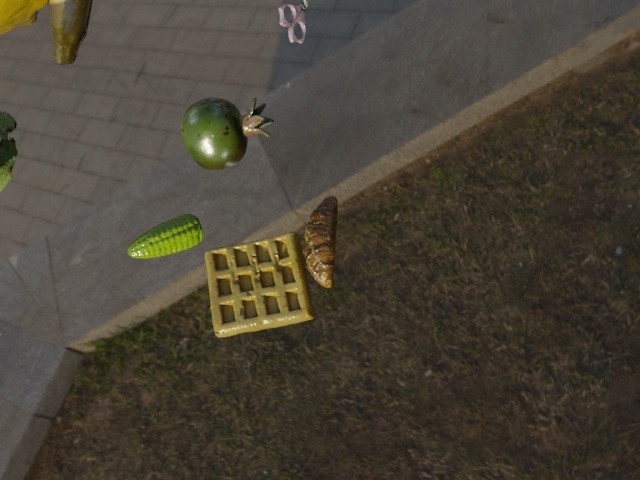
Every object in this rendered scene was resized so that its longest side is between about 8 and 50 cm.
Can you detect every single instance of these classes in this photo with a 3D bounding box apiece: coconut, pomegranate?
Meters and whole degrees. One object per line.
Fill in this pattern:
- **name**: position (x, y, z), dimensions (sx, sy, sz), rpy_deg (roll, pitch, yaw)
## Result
- **coconut**: position (-0.601, -0.152, 1.049), dimensions (0.055, 0.133, 0.158), rpy_deg (16, 108, 51)
- **pomegranate**: position (-0.229, -0.270, 1.467), dimensions (0.224, 0.181, 0.181), rpy_deg (-12, 62, 12)

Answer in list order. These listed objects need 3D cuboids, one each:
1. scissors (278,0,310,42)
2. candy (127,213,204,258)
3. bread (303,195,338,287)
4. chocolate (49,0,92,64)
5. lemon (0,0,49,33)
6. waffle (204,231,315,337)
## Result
- **scissors**: position (-0.045, -0.605, 1.532), dimensions (0.021, 0.110, 0.212), rpy_deg (4, 59, 36)
- **candy**: position (-0.429, -0.003, 1.644), dimensions (0.209, 0.097, 0.097), rpy_deg (-23, 54, -23)
- **bread**: position (0.000, 0.000, 1.378), dimensions (0.076, 0.105, 0.233), rpy_deg (6, 65, -1)
- **chocolate**: position (-0.474, -0.432, 1.121), dimensions (0.219, 0.085, 0.086), rpy_deg (-59, 46, 41)
- **lemon**: position (-0.436, -0.373, 0.724), dimensions (0.288, 0.233, 0.233), rpy_deg (-36, 56, 20)
- **waffle**: position (-0.153, 0.108, 1.464), dimensions (0.247, 0.055, 0.221), rpy_deg (-12, 69, -2)
